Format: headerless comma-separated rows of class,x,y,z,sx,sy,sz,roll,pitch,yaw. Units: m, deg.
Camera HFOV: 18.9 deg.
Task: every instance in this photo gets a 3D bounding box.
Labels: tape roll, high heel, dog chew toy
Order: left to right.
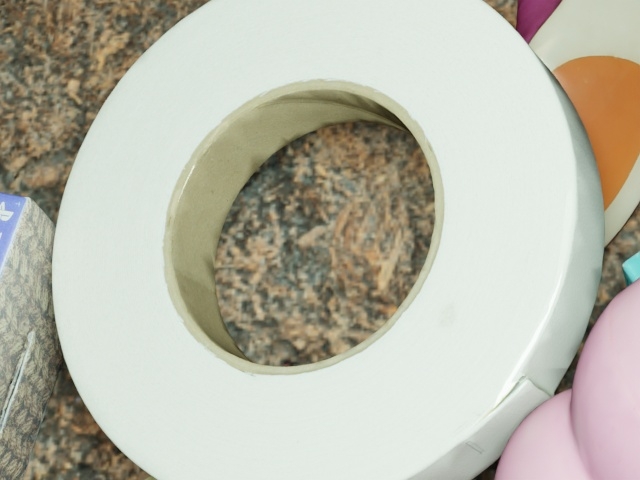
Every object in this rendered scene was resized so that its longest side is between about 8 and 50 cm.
tape roll,0.000,0.000,1.299,0.392,0.072,0.392,-8,69,22
high heel,0.196,-0.166,1.408,0.127,0.181,0.377,12,88,-4
dog chew toy,0.201,0.157,1.155,0.332,0.206,0.206,-50,59,31

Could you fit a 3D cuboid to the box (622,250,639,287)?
box,0.305,0.092,1.260,0.100,0.060,0.244,-32,63,-1

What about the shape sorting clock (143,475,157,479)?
shape sorting clock,-0.077,0.244,1.299,0.206,0.040,0.206,-5,62,10

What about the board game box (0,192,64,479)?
board game box,-0.347,0.076,1.384,0.291,0.141,0.232,9,70,18
